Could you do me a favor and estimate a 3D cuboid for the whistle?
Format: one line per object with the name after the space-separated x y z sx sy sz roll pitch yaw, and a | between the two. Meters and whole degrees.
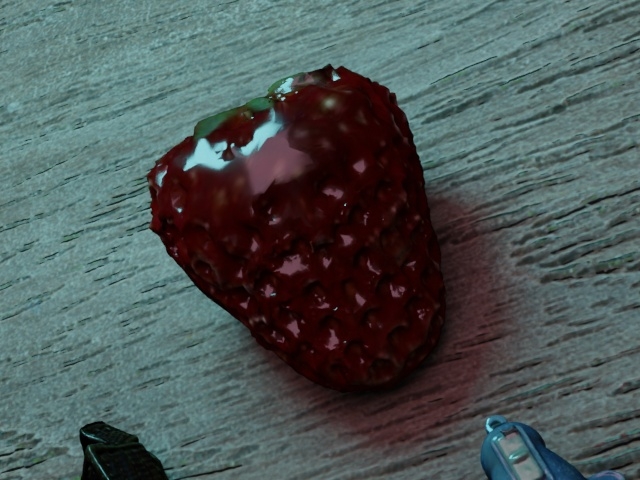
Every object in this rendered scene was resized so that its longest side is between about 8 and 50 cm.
0.230 0.279 0.995 0.180 0.093 0.269 -26 59 -2 | whistle

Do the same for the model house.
-0.228 0.270 1.146 0.106 0.152 0.165 -37 55 -10 | model house

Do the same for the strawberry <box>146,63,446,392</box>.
0.000 0.000 1.157 0.318 0.295 0.345 -19 66 -34 | strawberry
